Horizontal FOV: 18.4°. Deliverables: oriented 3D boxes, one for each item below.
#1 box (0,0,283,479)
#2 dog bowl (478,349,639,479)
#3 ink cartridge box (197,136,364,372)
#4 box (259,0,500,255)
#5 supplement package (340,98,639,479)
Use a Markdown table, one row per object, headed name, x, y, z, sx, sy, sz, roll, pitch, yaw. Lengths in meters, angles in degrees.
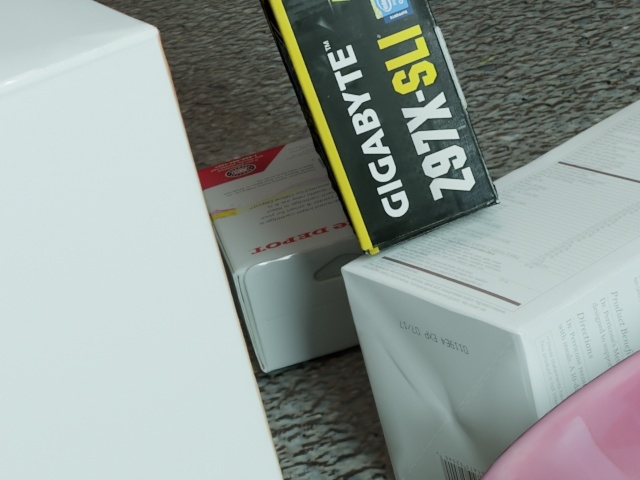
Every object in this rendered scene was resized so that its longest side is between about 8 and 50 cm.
| name | x | y | z | sx | sy | sz | roll | pitch | yaw |
| --- | --- | --- | --- | --- | --- | --- | --- | --- | --- |
| box | -0.136 | 0.080 | 0.798 | 0.168 | 0.345 | 0.215 | -25 | 27 | -21 |
| dog bowl | 0.224 | 0.092 | 0.648 | 0.408 | 0.150 | 0.408 | -25 | 5 | 2 |
| ink cartridge box | 0.000 | 0.000 | 1.220 | 0.127 | 0.072 | 0.175 | -16 | 24 | -5 |
| box | -0.001 | -0.150 | 1.068 | 0.079 | 0.257 | 0.322 | -23 | 13 | 0 |
| supplement package | 0.156 | 0.032 | 0.994 | 0.244 | 0.134 | 0.139 | -28 | 28 | -28 |
